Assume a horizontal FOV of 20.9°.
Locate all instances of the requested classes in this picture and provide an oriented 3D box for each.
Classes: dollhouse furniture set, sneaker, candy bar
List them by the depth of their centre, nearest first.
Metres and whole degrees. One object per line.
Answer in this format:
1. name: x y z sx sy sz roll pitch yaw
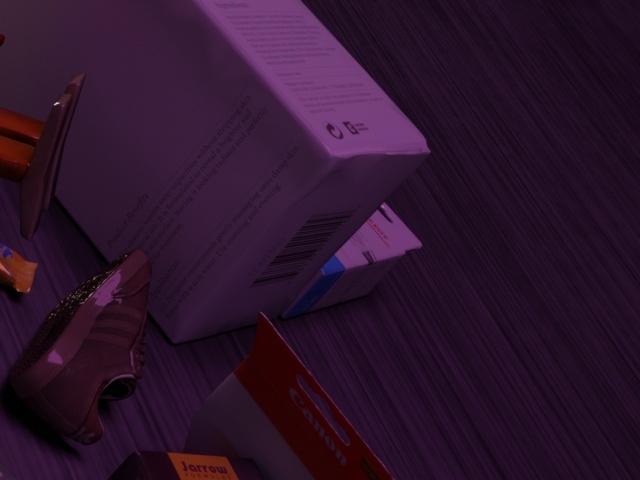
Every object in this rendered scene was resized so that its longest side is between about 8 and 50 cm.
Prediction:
1. dollhouse furniture set: -0.283 -0.128 1.149 0.262 0.135 0.259 18 14 -5
2. sneaker: -0.152 0.074 1.192 0.071 0.066 0.188 53 29 -12
3. candy bar: -0.268 -0.011 1.199 0.161 0.018 0.040 32 27 -20

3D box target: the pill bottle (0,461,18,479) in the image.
1. pill bottle: -0.154 0.220 0.827 0.283 0.161 0.161 44 26 7

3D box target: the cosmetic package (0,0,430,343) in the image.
1. cosmetic package: -0.130 -0.134 1.361 0.385 0.217 0.156 52 28 17

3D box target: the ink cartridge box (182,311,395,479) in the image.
1. ink cartridge box: -0.024 0.149 1.110 0.045 0.179 0.145 -30 68 -24

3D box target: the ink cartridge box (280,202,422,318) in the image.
1. ink cartridge box: 0.000 0.000 1.496 0.104 0.060 0.180 48 27 17

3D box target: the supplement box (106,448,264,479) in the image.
1. supplement box: -0.060 0.224 1.041 0.104 0.081 0.188 11 38 -46
